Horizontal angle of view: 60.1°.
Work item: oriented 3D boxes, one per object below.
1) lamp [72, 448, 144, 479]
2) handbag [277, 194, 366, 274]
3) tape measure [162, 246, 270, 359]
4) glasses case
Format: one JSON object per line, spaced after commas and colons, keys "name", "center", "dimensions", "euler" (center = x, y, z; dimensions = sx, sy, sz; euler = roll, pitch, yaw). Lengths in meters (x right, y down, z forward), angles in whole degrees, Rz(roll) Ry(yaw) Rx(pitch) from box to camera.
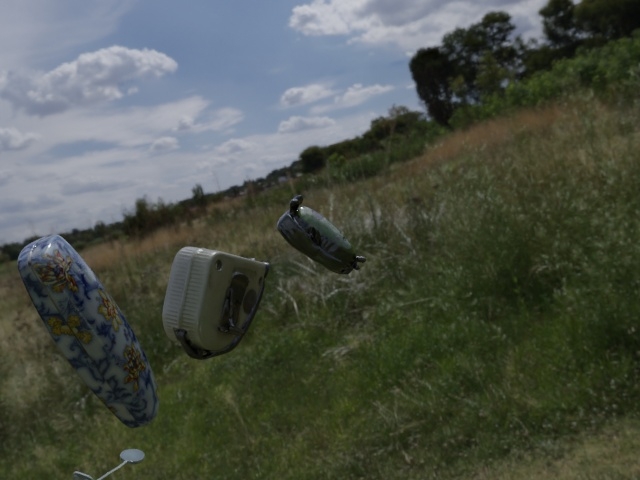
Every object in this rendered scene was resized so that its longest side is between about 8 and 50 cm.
{"name": "lamp", "center": [-0.420, 0.453, 1.115], "dimensions": [0.050, 0.056, 0.198], "euler": [12, 6, 14]}
{"name": "handbag", "center": [0.000, 0.000, 0.640], "dimensions": [0.047, 0.111, 0.072], "euler": [-49, 5, 12]}
{"name": "tape measure", "center": [-0.214, 0.142, 1.222], "dimensions": [0.133, 0.231, 0.271], "euler": [7, -5, 22]}
{"name": "glasses case", "center": [-0.255, 0.108, 0.627], "dimensions": [0.065, 0.248, 0.087], "euler": [-23, 24, -4]}
